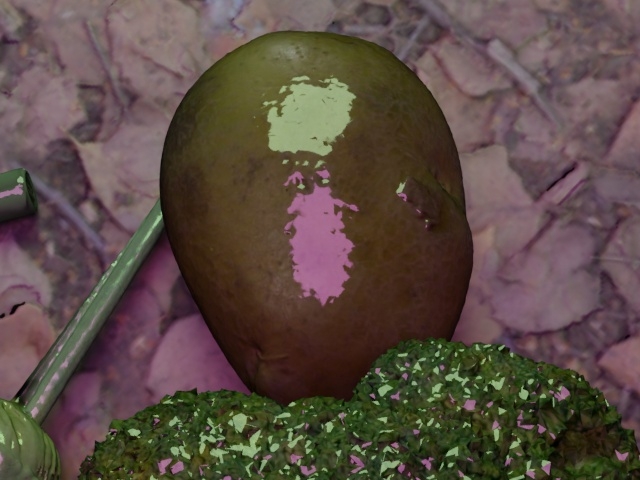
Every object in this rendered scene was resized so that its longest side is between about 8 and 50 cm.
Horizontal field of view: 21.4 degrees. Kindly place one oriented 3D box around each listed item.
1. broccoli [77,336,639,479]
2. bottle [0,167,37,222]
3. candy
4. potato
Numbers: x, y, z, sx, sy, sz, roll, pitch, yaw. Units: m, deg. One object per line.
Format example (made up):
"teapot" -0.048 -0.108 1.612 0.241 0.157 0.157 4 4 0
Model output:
"broccoli" 0.022 0.237 0.846 0.413 0.310 0.321 -48 48 -9
"bottle" -0.223 -0.021 1.069 0.083 0.030 0.030 -15 76 0
"candy" -0.141 0.046 1.036 0.092 0.093 0.336 44 68 -31
"potato" 0.000 0.000 0.991 0.174 0.159 0.251 -21 64 25
